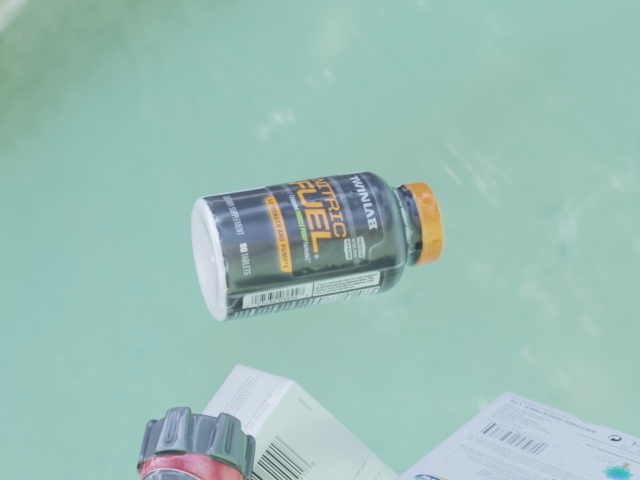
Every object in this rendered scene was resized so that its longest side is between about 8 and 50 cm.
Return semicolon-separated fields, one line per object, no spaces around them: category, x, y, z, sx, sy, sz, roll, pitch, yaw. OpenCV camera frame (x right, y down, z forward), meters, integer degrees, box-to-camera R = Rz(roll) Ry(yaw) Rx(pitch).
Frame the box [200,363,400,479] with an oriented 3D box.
box;-0.049;0.251;1.481;0.181;0.182;0.119;-54;28;-16

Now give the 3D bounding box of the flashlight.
flashlight;-0.121;0.291;1.239;0.103;0.103;0.304;-5;52;19

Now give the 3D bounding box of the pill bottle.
pill bottle;0.000;0.000;1.533;0.245;0.130;0.130;-10;14;-16

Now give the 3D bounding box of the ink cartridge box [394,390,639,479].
ink cartridge box;0.170;0.243;1.339;0.186;0.065;0.311;17;26;31
